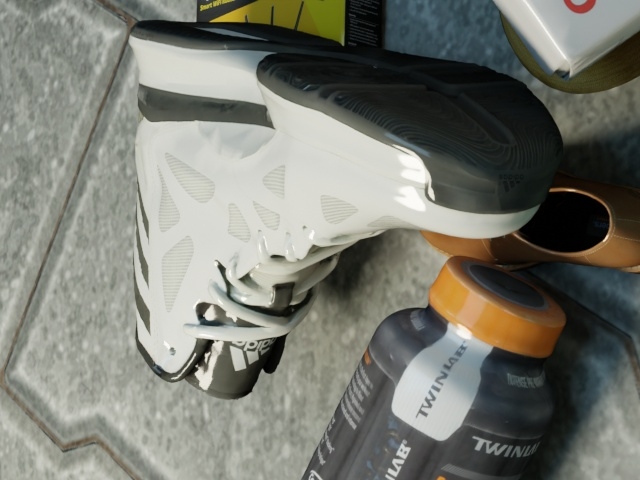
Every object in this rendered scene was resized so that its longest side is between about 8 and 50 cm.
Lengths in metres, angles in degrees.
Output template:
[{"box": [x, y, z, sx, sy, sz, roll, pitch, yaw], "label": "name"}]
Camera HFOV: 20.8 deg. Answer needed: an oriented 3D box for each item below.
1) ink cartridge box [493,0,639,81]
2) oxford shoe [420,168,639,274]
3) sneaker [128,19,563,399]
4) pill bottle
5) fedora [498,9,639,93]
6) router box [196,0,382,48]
[{"box": [0.188, -0.249, 0.961, 0.278, 0.117, 0.201, -36, 88, 6], "label": "ink cartridge box"}, {"box": [0.133, -0.018, 1.151, 0.212, 0.076, 0.076, 2, 86, 48], "label": "oxford shoe"}, {"box": [0.001, 0.000, 1.183, 0.447, 0.169, 0.257, 24, 113, 57], "label": "sneaker"}, {"box": [0.070, 0.134, 1.148, 0.130, 0.130, 0.245, 41, 113, 43], "label": "pill bottle"}, {"box": [0.201, -0.180, 1.104, 0.194, 0.079, 0.194, -10, 76, 46], "label": "fedora"}, {"box": [-0.028, -0.150, 1.365, 0.179, 0.046, 0.133, -8, 77, 46], "label": "router box"}]
